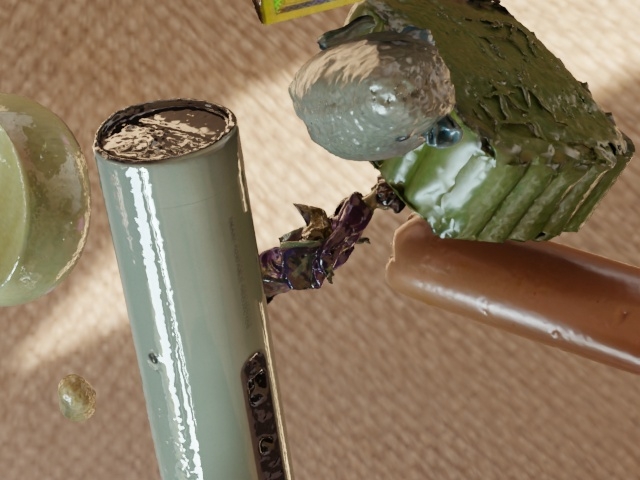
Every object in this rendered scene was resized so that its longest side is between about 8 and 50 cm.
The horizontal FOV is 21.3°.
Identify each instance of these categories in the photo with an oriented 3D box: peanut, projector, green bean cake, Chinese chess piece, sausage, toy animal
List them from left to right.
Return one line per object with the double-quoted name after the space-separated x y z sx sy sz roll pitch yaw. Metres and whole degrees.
-0.343 -0.046 1.811 0.092 0.237 0.238 -8 109 -47 "Chinese chess piece"
-0.233 0.151 1.622 0.037 0.083 0.037 1 73 -4 "peanut"
-0.091 0.064 1.276 0.108 0.108 0.337 -11 119 -5 "projector"
0.020 -0.086 0.967 0.079 0.253 0.070 -9 101 -8 "toy animal"
0.121 -0.099 1.338 0.200 0.214 0.113 -1 134 -43 "green bean cake"
0.186 0.042 1.423 0.289 0.086 0.086 18 104 29 "sausage"

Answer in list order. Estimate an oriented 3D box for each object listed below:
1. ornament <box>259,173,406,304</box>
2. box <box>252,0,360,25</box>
0.001 0.003 1.435 0.203 0.081 0.088 -28 71 10 "ornament"
0.025 -0.300 1.110 0.193 0.084 0.301 -15 136 -6 "box"
